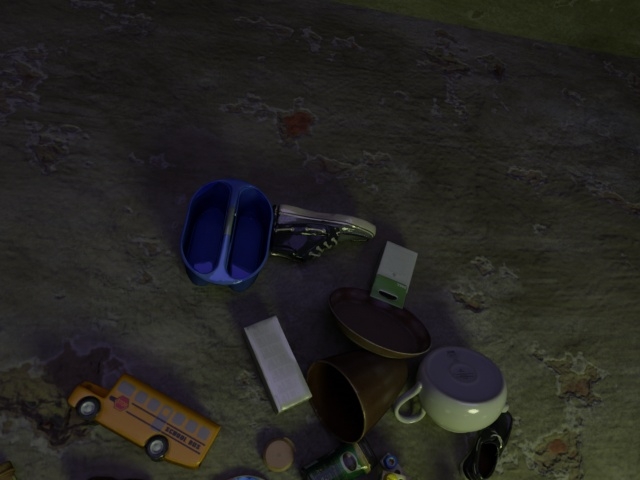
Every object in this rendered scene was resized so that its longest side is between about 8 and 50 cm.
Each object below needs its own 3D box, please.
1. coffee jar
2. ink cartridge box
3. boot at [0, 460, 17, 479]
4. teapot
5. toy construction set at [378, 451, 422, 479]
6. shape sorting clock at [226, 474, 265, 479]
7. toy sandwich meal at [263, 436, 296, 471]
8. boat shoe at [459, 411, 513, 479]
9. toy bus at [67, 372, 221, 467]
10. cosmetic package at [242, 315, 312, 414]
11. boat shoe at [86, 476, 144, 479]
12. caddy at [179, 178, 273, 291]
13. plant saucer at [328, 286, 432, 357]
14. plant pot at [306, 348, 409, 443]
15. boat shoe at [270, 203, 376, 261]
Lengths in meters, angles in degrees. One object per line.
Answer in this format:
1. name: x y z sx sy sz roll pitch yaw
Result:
1. coffee jar: 0.050 0.564 1.177 0.184 0.079 0.096 -23 68 -23
2. ink cartridge box: 0.222 0.114 1.476 0.109 0.062 0.209 23 59 -1
3. boot: -0.680 0.627 0.947 0.236 0.089 0.269 -30 74 -26
4. teapot: 0.366 0.426 1.285 0.256 0.187 0.252 22 35 28
5. toy construction set: 0.269 0.682 1.142 0.328 0.151 0.215 21 58 10
6. shape sorting clock: -0.177 0.655 1.090 0.206 0.040 0.206 7 61 -12
7. toy sandwich meal: -0.104 0.534 1.184 0.086 0.029 0.085 5 66 -10
8. boat shoe: 0.472 0.559 1.294 0.084 0.079 0.233 42 59 11
9. toy bus: -0.413 0.422 1.115 0.333 0.108 0.130 29 59 2
10. cosmetic package: -0.120 0.331 1.269 0.099 0.060 0.239 -17 67 -25
11. boat shoe: -0.440 0.575 1.059 0.178 0.064 0.060 10 91 -8
12. caddy: -0.266 -0.017 1.352 0.241 0.179 0.341 10 60 -11
13. plant saucer: 0.159 0.233 1.322 0.311 0.050 0.310 19 20 -7
14. plant pot: 0.120 0.375 1.244 0.231 0.215 0.215 -17 67 -37
15. boat shoe: 0.000 0.000 1.462 0.341 0.127 0.158 9 73 -7
